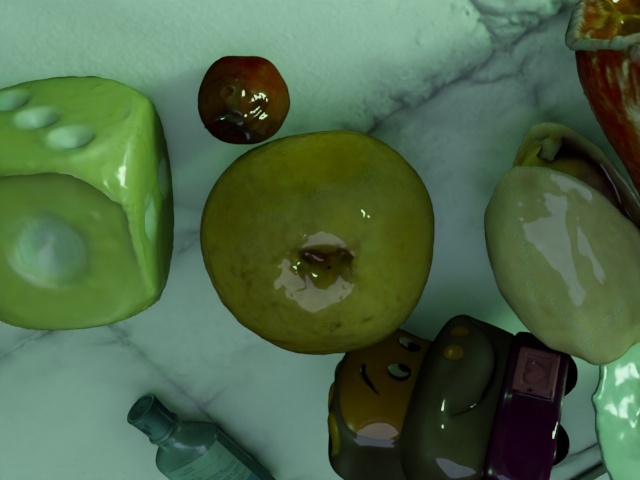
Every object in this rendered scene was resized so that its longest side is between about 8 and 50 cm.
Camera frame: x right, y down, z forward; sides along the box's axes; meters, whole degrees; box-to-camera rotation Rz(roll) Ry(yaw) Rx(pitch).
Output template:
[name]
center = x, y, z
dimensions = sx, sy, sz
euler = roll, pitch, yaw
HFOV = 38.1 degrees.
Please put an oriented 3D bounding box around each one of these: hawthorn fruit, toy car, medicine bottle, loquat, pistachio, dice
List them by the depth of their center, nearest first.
[hawthorn fruit]
center = -0.068, -0.115, 0.798
dimensions = 0.081, 0.093, 0.081
euler = 1, 126, 1
[dice]
center = -0.222, -0.035, 0.808
dimensions = 0.166, 0.169, 0.169
euler = -2, 124, 1
[loquat]
center = 0.000, 0.000, 0.823
dimensions = 0.208, 0.208, 0.208
euler = 0, 125, 0
[pistachio]
center = 0.232, 0.006, 0.845
dimensions = 0.157, 0.157, 0.229
euler = -24, 116, 16
[toy car]
center = 0.133, 0.234, 0.963
dimensions = 0.240, 0.271, 0.341
euler = 10, 127, 16
[medicine bottle]
center = -0.139, 0.256, 1.082
dimensions = 0.090, 0.054, 0.208
euler = -31, 118, 21

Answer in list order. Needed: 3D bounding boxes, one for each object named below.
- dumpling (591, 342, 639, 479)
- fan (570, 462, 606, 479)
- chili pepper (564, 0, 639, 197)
[dumpling]
center = 0.455, 0.220, 0.964
dimensions = 0.320, 0.212, 0.270
euler = -4, 88, 18
[fan]
center = 0.439, 0.220, 1.082
dimensions = 0.223, 0.012, 0.294
euler = 13, 124, -10
[chili pepper]
center = 0.342, -0.097, 0.717
dimensions = 0.229, 0.251, 0.305
euler = -16, 122, 36
